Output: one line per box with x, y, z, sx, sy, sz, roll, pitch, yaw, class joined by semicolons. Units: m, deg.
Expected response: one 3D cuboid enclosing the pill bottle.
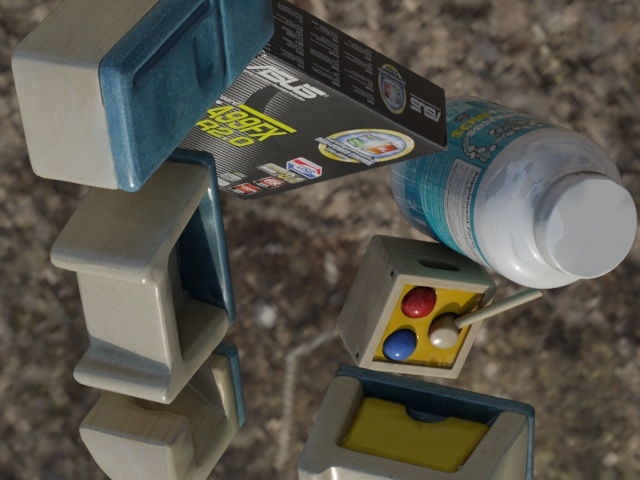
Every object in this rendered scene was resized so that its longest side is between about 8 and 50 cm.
0.181;-0.042;1.757;0.264;0.146;0.146;30;143;61;pill bottle

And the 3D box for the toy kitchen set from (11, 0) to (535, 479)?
0.000;0.000;0.719;0.166;0.122;0.207;11;129;20;toy kitchen set

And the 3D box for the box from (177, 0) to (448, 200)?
-0.055;-0.113;1.578;0.216;0.270;0.060;-12;70;32;box

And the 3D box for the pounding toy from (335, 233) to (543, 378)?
0.113;0.065;1.833;0.130;0.141;0.100;-68;30;26;pounding toy
